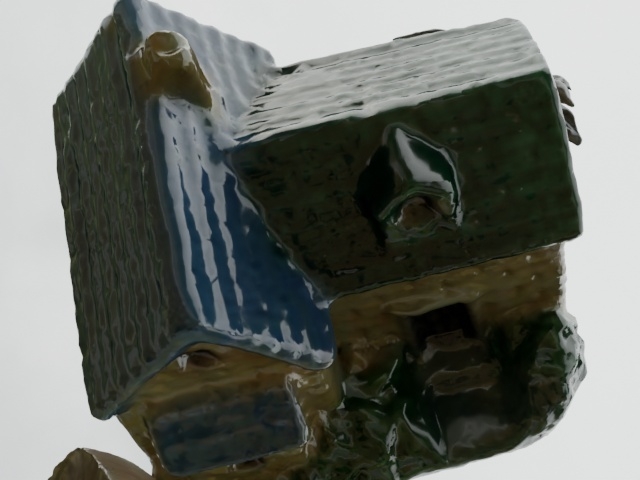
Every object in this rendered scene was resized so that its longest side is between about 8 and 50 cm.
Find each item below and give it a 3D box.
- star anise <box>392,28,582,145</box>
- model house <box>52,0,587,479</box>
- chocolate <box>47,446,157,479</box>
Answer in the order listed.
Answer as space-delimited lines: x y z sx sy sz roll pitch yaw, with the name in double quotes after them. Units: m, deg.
0.161 -0.142 1.465 0.204 0.061 0.180 18 -29 1 "star anise"
0.000 0.000 1.163 0.342 0.382 0.335 74 3 -60 "model house"
-0.133 0.261 0.946 0.157 0.080 0.254 38 -65 55 "chocolate"
